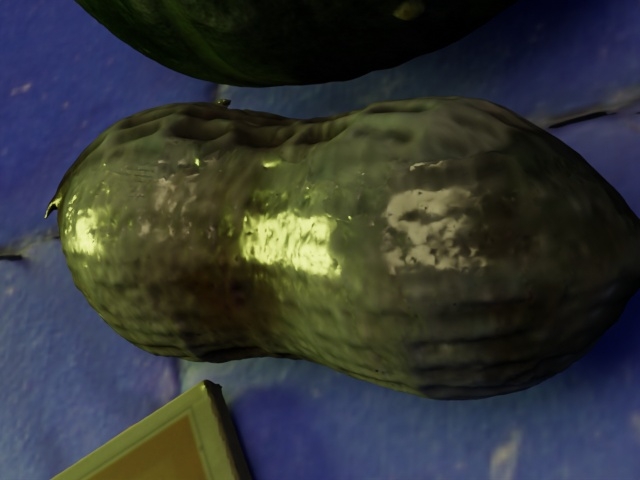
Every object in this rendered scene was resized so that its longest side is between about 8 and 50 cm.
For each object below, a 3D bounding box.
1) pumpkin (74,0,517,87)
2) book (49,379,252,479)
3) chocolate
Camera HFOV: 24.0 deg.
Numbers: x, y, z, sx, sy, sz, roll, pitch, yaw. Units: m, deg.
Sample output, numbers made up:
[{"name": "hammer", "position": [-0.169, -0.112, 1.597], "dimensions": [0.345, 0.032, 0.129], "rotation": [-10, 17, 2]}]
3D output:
[{"name": "pumpkin", "position": [0.000, -0.210, 0.598], "dimensions": [0.300, 0.207, 0.300], "rotation": [-16, 57, 26]}, {"name": "book", "position": [-0.114, 0.182, 0.585], "dimensions": [0.242, 0.018, 0.170], "rotation": [-34, 52, 14]}, {"name": "chocolate", "position": [0.000, 0.000, 0.554], "dimensions": [0.248, 0.110, 0.110], "rotation": [1, 66, 39]}]
